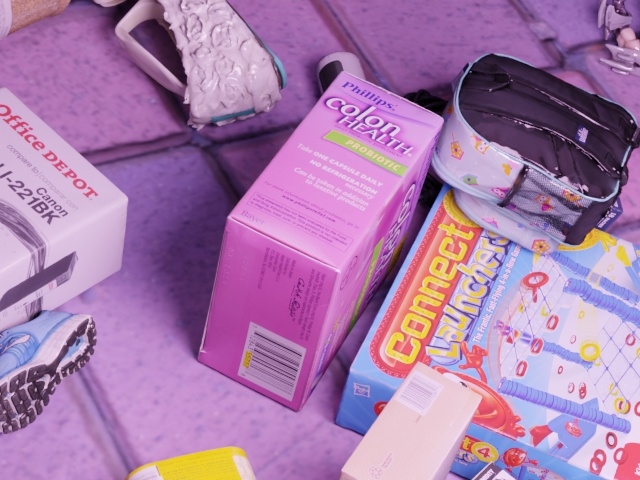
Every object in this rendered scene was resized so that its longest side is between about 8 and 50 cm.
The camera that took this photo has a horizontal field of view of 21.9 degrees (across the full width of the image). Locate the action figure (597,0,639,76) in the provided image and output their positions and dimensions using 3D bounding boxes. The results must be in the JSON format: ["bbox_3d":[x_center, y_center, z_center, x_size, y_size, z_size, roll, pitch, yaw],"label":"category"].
[{"bbox_3d":[0.434,-0.288,2.053,0.185,0.099,0.285,17,50,-6],"label":"action figure"}]

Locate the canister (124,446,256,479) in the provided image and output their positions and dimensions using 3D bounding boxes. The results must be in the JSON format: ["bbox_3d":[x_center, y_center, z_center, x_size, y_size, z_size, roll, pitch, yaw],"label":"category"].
[{"bbox_3d":[-0.093,0.270,1.436,0.126,0.073,0.170,-9,50,-21],"label":"canister"}]

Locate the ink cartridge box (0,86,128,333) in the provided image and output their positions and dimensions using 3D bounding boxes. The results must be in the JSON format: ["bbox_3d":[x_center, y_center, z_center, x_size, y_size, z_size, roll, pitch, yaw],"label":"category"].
[{"bbox_3d":[-0.349,-0.005,1.590,0.197,0.114,0.273,40,51,22],"label":"ink cartridge box"}]

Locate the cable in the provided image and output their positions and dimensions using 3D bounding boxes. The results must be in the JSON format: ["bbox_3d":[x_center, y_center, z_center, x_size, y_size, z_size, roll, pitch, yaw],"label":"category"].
[{"bbox_3d":[0.144,-0.103,1.846,0.150,0.047,0.184,3,48,-12],"label":"cable"}]

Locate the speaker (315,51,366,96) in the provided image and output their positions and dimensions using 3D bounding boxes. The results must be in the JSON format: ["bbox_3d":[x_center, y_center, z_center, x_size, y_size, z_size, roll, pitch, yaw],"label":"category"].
[{"bbox_3d":[0.034,-0.146,1.853,0.055,0.055,0.136,-2,50,-15],"label":"speaker"}]

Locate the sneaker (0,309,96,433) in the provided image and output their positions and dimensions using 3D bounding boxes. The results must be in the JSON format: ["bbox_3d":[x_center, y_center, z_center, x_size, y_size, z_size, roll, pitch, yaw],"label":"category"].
[{"bbox_3d":[-0.282,0.120,1.545,0.073,0.063,0.162,19,40,27],"label":"sneaker"}]

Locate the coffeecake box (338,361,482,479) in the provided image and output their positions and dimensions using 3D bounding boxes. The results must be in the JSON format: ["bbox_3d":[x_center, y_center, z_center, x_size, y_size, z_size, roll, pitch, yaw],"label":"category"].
[{"bbox_3d":[0.060,0.219,1.442,0.068,0.185,0.142,29,48,12],"label":"coffeecake box"}]

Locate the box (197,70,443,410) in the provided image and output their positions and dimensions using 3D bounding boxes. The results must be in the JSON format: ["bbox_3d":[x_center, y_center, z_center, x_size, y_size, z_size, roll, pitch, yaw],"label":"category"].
[{"bbox_3d":[0.000,0.000,1.605,0.117,0.213,0.243,26,47,10],"label":"box"}]

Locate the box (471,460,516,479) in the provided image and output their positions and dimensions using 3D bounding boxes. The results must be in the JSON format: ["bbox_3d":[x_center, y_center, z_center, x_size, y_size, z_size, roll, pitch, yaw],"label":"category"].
[{"bbox_3d":[0.213,0.307,1.488,0.232,0.058,0.087,39,51,20],"label":"box"}]

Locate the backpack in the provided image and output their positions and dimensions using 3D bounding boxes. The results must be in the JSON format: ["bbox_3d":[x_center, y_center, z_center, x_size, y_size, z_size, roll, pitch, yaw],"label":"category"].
[{"bbox_3d":[0.204,-0.091,1.661,0.188,0.144,0.166,32,47,-4],"label":"backpack"}]

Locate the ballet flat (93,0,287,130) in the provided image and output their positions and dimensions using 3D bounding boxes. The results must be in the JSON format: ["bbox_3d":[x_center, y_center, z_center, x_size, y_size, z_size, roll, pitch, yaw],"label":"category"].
[{"bbox_3d":[-0.189,-0.285,1.873,0.147,0.147,0.409,-19,58,-28],"label":"ballet flat"}]

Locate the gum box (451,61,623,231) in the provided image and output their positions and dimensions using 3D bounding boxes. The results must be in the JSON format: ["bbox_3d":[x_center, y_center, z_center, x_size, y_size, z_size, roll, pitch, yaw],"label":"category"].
[{"bbox_3d":[0.239,-0.104,1.838,0.184,0.041,0.157,18,44,-24],"label":"gum box"}]

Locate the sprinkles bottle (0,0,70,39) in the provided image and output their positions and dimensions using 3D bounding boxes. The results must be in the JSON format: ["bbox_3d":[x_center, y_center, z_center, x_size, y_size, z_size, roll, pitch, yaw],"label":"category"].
[{"bbox_3d":[-0.435,-0.235,1.770,0.355,0.121,0.121,-32,63,-35],"label":"sprinkles bottle"}]

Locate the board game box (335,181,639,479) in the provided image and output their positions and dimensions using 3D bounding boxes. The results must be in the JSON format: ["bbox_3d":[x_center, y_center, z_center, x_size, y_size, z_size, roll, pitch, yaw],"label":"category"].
[{"bbox_3d":[0.211,0.106,1.644,0.302,0.086,0.308,22,47,8],"label":"board game box"}]
